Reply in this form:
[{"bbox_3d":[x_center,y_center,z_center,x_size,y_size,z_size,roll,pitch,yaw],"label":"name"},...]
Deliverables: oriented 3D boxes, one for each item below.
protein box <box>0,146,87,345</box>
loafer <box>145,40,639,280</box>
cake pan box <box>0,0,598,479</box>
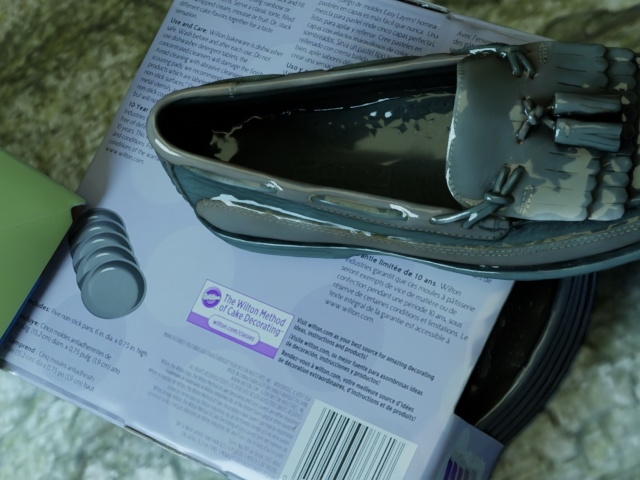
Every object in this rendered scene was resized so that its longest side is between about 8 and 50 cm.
[{"bbox_3d":[-0.266,-0.031,0.881,0.201,0.200,0.136,25,83,54],"label":"protein box"},{"bbox_3d":[0.050,-0.037,0.742,0.268,0.084,0.096,-4,69,25],"label":"loafer"},{"bbox_3d":[0.000,0.000,0.842,0.267,0.070,0.245,19,82,32],"label":"cake pan box"}]
